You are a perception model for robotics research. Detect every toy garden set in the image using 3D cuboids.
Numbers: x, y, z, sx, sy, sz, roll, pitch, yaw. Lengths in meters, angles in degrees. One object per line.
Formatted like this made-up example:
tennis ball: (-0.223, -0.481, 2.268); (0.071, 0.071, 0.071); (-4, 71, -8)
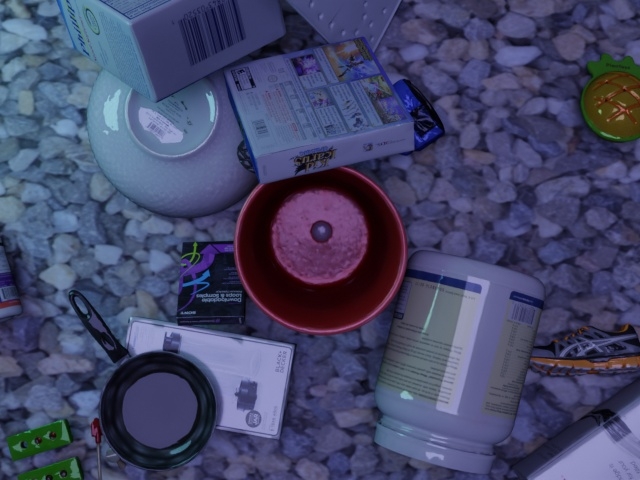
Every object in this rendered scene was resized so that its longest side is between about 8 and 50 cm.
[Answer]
toy garden set: (-0.408, 0.427, 1.843); (0.203, 0.049, 0.244); (-18, 86, 2)

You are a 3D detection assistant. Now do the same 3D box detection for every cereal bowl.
cereal bowl: (-0.243, -0.211, 1.830); (0.338, 0.141, 0.339); (0, 86, 0)

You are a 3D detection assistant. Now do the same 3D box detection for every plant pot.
plant pot: (0.000, 0.000, 1.746); (0.274, 0.243, 0.275); (0, 96, 0)

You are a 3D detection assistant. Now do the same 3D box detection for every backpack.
backpack: (0.148, -0.213, 1.840); (0.101, 0.098, 0.120); (-34, 87, 3)

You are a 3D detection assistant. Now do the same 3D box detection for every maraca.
maraca: (0.513, -0.248, 1.837); (0.127, 0.099, 0.186); (8, 61, 0)

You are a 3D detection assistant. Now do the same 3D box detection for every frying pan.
frying pan: (-0.321, 0.247, 1.760); (0.326, 0.053, 0.197); (31, 88, 4)

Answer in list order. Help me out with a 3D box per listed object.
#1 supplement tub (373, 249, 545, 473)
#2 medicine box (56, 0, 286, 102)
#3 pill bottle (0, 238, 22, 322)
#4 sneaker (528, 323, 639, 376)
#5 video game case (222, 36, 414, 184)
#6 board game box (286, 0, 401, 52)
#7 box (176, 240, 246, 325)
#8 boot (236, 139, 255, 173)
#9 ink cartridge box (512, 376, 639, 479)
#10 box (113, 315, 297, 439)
supplement tub: (0.222, 0.196, 1.745); (0.235, 0.235, 0.325); (15, 87, 2)
medicine box: (-0.250, -0.386, 1.728); (0.263, 0.149, 0.289); (-32, 43, -22)
pill bottle: (-0.594, 0.051, 1.838); (0.108, 0.108, 0.194); (-18, 86, 0)
sneaker: (0.446, 0.188, 1.825); (0.214, 0.084, 0.083); (-1, 73, -2)
video game case: (-0.008, -0.209, 1.670); (0.244, 0.269, 0.061); (-14, 131, -7)
board game box: (0.063, -0.523, 1.732); (0.050, 0.390, 0.390); (26, 87, 29)
box: (-0.184, 0.072, 1.825); (0.116, 0.029, 0.162); (-2, 54, 1)
boot: (-0.035, -0.170, 1.803); (0.246, 0.161, 0.083); (-24, 95, -14)
ink cartridge box: (0.562, 0.391, 1.759); (0.395, 0.166, 0.285); (-34, 86, -2)
box: (-0.196, 0.233, 1.828); (0.289, 0.087, 0.169); (8, 87, 1)
